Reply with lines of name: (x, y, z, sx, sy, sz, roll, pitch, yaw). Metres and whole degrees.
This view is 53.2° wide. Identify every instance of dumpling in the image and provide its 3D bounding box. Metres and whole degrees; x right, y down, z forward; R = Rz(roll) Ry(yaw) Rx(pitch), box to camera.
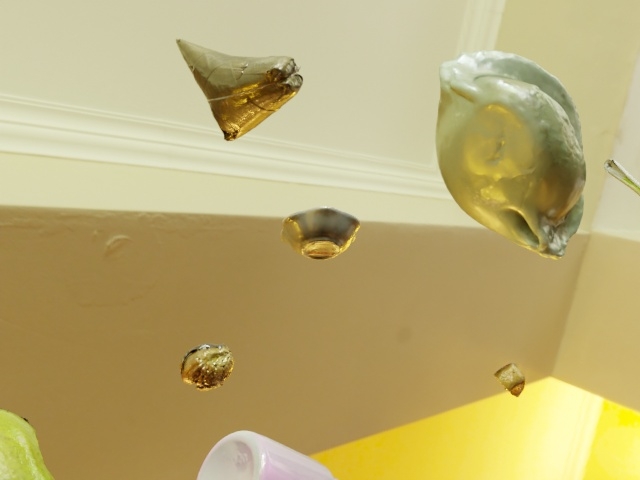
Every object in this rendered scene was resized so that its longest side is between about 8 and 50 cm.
dumpling: (0.334, -0.141, 1.048, 0.270, 0.211, 0.320, -7, -66, 0)

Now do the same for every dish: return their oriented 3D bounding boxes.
dish: (0.000, 0.000, 1.735, 0.229, 0.230, 0.081, 34, -137, -46)

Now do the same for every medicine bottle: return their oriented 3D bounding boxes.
medicine bottle: (-0.057, 0.403, 0.987, 0.254, 0.152, 0.152, 41, -106, -36)

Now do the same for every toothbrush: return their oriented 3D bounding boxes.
toothbrush: (0.449, -0.044, 0.846, 0.026, 0.263, 0.022, 18, -61, -26)

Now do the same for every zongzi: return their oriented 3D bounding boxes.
zongzi: (-0.207, -0.427, 1.546, 0.300, 0.274, 0.145, 57, -136, -6)

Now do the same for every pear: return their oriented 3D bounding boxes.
pear: (-0.469, 0.399, 0.965, 0.164, 0.255, 0.238, -16, -60, -40)

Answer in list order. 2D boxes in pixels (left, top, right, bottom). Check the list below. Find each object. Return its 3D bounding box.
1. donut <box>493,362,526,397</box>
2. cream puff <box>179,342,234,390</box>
donut: (0.343, 0.259, 1.152, 0.067, 0.038, 0.083, -26, -45, -27)
cream puff: (-0.274, 0.311, 1.554, 0.133, 0.104, 0.119, -10, -47, -10)
